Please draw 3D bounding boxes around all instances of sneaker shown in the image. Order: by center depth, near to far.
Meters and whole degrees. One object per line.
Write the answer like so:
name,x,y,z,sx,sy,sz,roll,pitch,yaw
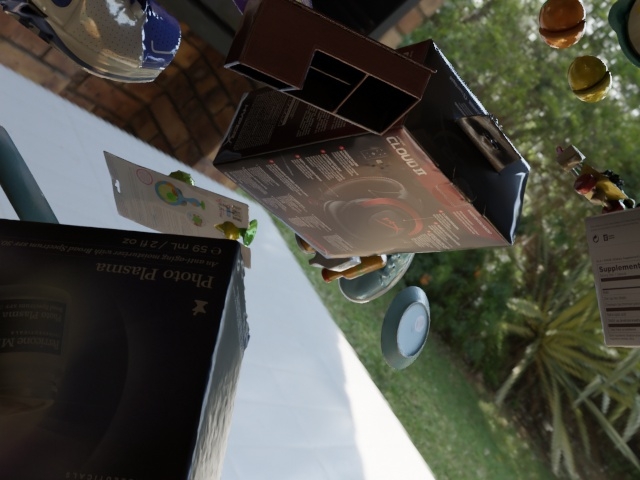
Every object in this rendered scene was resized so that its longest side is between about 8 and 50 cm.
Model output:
sneaker,-0.247,-0.298,0.785,0.316,0.182,0.127,22,40,-49
sneaker,0.146,-0.033,1.461,0.135,0.365,0.150,37,8,15

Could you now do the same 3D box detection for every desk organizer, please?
desk organizer,0.006,-0.116,0.507,0.130,0.050,0.047,20,1,-22

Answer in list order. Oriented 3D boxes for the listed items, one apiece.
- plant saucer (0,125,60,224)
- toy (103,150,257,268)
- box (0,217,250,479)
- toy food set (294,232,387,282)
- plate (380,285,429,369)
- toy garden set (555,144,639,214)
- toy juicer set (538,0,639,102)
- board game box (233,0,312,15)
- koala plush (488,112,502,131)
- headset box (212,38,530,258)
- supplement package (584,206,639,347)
plant saucer,-0.405,-0.038,1.071,0.317,0.044,0.317,51,-20,26
toy,-0.197,-0.056,1.106,0.237,0.056,0.136,24,-39,17
box,-0.236,0.146,0.706,0.182,0.297,0.293,92,3,-50
toy food set,0.000,0.000,1.106,0.232,0.105,0.111,12,58,-63
plate,0.197,0.194,1.660,0.024,0.188,0.188,10,-18,41
toy garden set,0.408,-0.064,1.041,0.204,0.049,0.244,37,22,-19
toy juicer set,0.425,-0.247,0.962,0.329,0.209,0.089,43,21,13
board game box,-0.066,-0.357,0.915,0.208,0.056,0.346,59,18,-57
koala plush,0.123,-0.150,1.046,0.221,0.203,0.196,15,30,39
headset box,0.067,-0.082,0.814,0.218,0.293,0.110,39,59,-37
supplement package,0.450,0.018,0.774,0.204,0.262,0.145,-15,-97,63
